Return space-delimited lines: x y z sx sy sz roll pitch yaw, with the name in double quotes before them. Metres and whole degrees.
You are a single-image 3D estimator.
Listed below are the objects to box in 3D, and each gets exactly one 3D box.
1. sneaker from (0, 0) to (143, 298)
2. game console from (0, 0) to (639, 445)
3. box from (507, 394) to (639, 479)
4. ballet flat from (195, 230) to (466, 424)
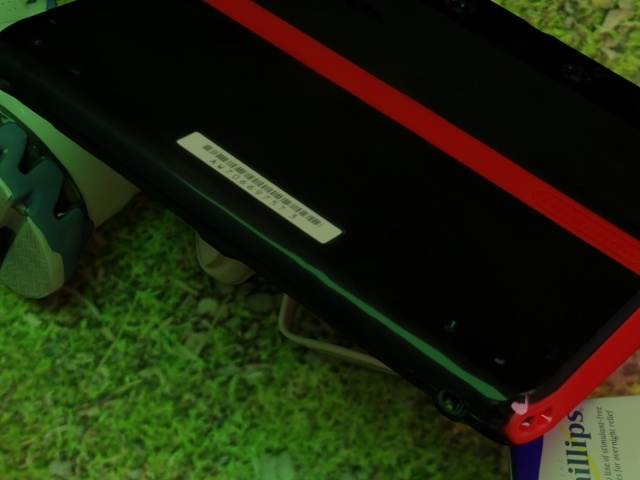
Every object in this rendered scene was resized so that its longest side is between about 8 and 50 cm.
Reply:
"sneaker" -0.219 -0.129 0.977 0.182 0.127 0.315 -37 91 -36
"game console" 0.045 -0.061 0.853 0.386 0.060 0.342 34 41 22
"box" 0.172 0.139 0.764 0.137 0.126 0.072 -5 59 7
"ballet flat" 0.000 0.000 0.909 0.342 0.116 0.124 36 89 23
